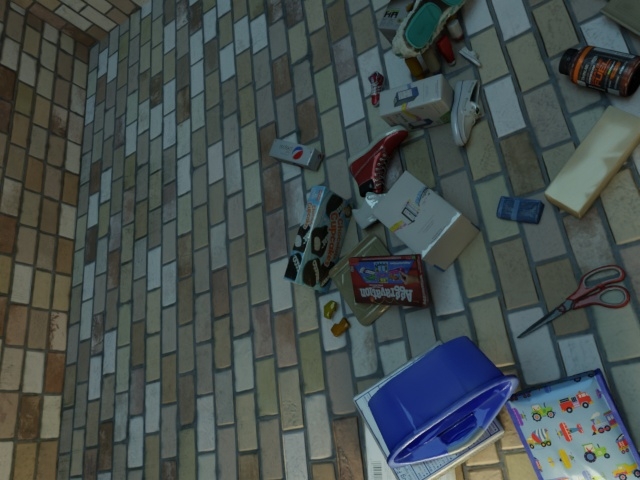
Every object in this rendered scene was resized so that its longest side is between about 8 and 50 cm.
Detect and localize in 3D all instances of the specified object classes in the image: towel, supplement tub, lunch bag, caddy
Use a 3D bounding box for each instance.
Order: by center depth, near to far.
[{"bbox_3d":[0.275,0.375,1.139,0.341,0.241,0.179,-36,55,3],"label":"caddy"},{"bbox_3d":[0.591,0.471,1.171,0.220,0.138,0.294,-26,71,24],"label":"lunch bag"},{"bbox_3d":[0.746,-0.457,1.369,0.197,0.106,0.106,34,95,38],"label":"supplement tub"},{"bbox_3d":[0.555,-0.086,1.429,0.119,0.029,0.067,13,83,37],"label":"towel"}]

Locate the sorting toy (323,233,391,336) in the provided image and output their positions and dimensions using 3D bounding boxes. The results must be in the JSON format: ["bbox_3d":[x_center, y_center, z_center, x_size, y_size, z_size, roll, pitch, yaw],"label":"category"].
[{"bbox_3d":[0.124,0.157,1.655,0.307,0.041,0.229,-44,59,16],"label":"sorting toy"}]

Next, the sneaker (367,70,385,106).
[{"bbox_3d":[0.192,-0.541,1.814,0.042,0.067,0.119,5,78,37],"label":"sneaker"}]

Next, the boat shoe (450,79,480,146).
[{"bbox_3d":[0.451,-0.401,1.573,0.075,0.083,0.227,-6,70,35],"label":"boat shoe"}]

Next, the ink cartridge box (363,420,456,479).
[{"bbox_3d":[0.244,0.556,1.422,0.238,0.060,0.275,-8,69,15],"label":"ink cartridge box"}]

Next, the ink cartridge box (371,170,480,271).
[{"bbox_3d":[0.307,-0.056,1.506,0.168,0.171,0.233,-51,53,11],"label":"ink cartridge box"}]

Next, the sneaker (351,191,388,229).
[{"bbox_3d":[0.191,-0.127,1.656,0.212,0.080,0.094,-37,81,21],"label":"sneaker"}]

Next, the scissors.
[{"bbox_3d":[0.628,0.157,1.306,0.297,0.021,0.109,-27,63,27],"label":"scissors"}]

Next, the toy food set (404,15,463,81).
[{"bbox_3d":[0.398,-0.635,1.703,0.232,0.104,0.111,-50,37,-10],"label":"toy food set"}]

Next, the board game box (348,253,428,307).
[{"bbox_3d":[0.190,0.116,1.496,0.281,0.027,0.145,-6,95,53],"label":"board game box"}]

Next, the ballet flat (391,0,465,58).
[{"bbox_3d":[0.355,-0.750,1.667,0.147,0.147,0.409,27,73,38],"label":"ballet flat"}]

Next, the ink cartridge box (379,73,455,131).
[{"bbox_3d":[0.313,-0.428,1.635,0.212,0.154,0.093,-5,73,33],"label":"ink cartridge box"}]

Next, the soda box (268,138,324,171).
[{"bbox_3d":[-0.093,-0.325,1.946,0.216,0.069,0.074,21,88,39],"label":"soda box"}]

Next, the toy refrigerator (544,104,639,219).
[{"bbox_3d":[0.707,-0.197,1.321,0.102,0.094,0.270,39,99,30],"label":"toy refrigerator"}]

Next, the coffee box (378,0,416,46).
[{"bbox_3d":[0.315,-0.800,1.766,0.098,0.141,0.247,24,90,38],"label":"coffee box"}]

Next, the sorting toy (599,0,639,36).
[{"bbox_3d":[0.887,-0.634,1.366,0.196,0.047,0.348,-41,56,13],"label":"sorting toy"}]

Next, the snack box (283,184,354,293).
[{"bbox_3d":[0.000,0.000,1.697,0.060,0.187,0.322,13,83,37],"label":"snack box"}]

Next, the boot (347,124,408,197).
[{"bbox_3d":[0.211,-0.252,1.697,0.244,0.088,0.176,-37,57,30],"label":"boot"}]

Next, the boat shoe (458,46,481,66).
[{"bbox_3d":[0.487,-0.593,1.644,0.035,0.035,0.100,-47,47,17],"label":"boat shoe"}]

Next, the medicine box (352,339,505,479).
[{"bbox_3d":[0.277,0.456,1.325,0.289,0.149,0.264,-35,60,4],"label":"medicine box"}]
